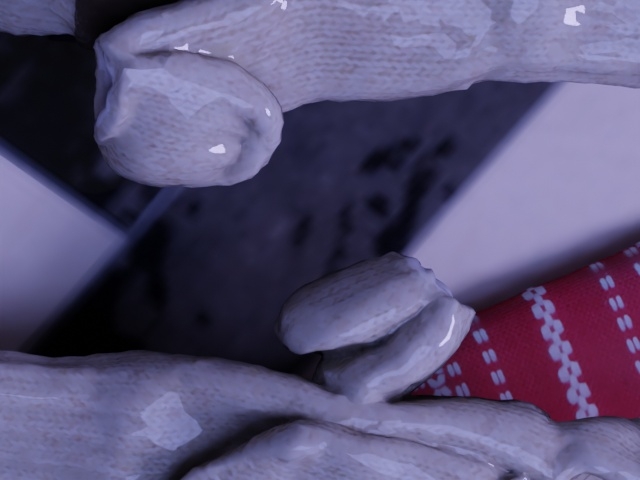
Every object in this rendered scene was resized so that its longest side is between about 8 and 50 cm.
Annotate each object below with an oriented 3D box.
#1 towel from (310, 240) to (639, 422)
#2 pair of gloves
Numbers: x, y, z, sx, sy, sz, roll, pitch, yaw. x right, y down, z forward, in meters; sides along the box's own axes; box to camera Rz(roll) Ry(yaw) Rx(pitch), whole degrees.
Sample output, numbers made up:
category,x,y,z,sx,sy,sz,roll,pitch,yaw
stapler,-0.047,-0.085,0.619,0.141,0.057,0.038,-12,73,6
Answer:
category,x,y,z,sx,sy,sz,roll,pitch,yaw
towel,0.066,0.111,0.463,0.275,0.031,0.198,-21,87,-7
pair of gloves,0.000,0.000,0.399,0.204,0.042,0.240,12,103,-7
